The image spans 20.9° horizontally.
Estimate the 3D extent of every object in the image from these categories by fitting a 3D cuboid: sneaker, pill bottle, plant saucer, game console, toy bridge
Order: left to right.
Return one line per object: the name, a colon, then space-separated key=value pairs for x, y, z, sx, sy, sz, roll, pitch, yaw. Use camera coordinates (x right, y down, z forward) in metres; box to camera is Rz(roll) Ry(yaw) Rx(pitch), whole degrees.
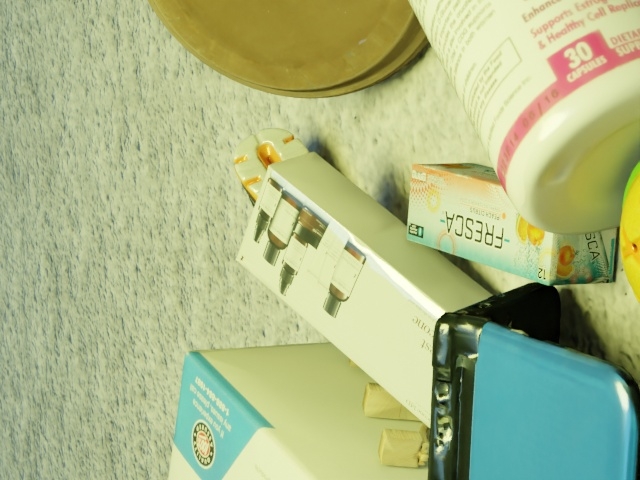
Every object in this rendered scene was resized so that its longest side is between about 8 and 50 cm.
plant saucer: x=-0.030 y=-0.232 z=1.351 sx=0.041 sy=0.278 sz=0.278 roll=-59 pitch=-10 yaw=-56
sneaker: x=0.000 y=0.000 z=1.483 sx=0.215 sy=0.084 sz=0.083 roll=60 pitch=170 yaw=29
toy bridge: x=0.066 y=0.127 z=1.369 sx=0.188 sy=0.063 sz=0.026 roll=-109 pitch=27 yaw=-67
pill bottle: x=0.144 y=-0.158 z=1.121 sx=0.160 sy=0.160 sz=0.283 roll=-59 pitch=44 yaw=44
game console: x=0.161 y=0.193 z=1.134 sx=0.173 sy=0.250 sz=0.293 roll=8 pitch=101 yaw=28

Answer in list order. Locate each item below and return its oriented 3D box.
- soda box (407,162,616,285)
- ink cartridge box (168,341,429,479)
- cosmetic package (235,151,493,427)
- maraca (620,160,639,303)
soda box: x=0.135 y=-0.014 z=1.252 sx=0.183 sy=0.058 sz=0.063 roll=21 pitch=109 yaw=59
ink cartridge box: x=-0.011 y=0.320 z=1.430 sx=0.285 sy=0.166 sz=0.395 roll=38 pitch=124 yaw=53
cosmetic package: x=0.043 y=0.040 z=1.340 sx=0.239 sy=0.060 sz=0.099 roll=39 pitch=129 yaw=27
maraca: x=0.242 y=0.025 z=1.040 sx=0.127 sy=0.099 sz=0.186 roll=4 pitch=118 yaw=48
